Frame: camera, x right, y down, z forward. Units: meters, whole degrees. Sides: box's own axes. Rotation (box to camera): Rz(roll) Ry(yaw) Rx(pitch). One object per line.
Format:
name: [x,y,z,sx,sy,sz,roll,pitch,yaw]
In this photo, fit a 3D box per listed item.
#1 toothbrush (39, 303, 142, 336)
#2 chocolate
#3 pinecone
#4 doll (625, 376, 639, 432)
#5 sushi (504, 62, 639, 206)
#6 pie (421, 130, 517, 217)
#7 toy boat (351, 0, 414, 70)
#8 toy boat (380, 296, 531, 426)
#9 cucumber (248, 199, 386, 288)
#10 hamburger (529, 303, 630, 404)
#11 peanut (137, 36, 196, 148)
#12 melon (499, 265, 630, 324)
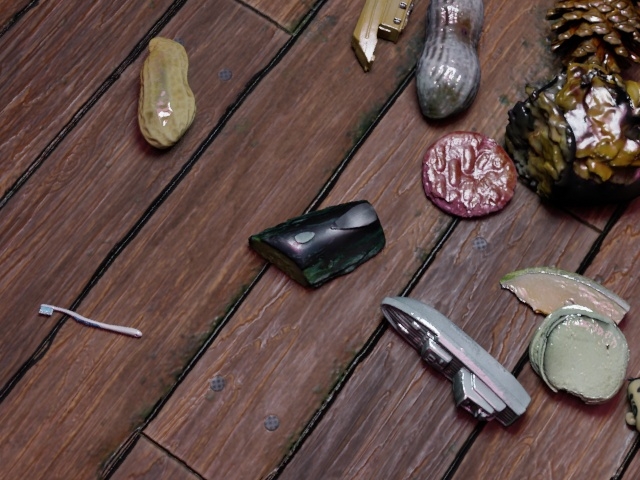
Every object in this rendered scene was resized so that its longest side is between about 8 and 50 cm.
toothbrush: [-0.345,0.120,1.539,0.162,0.014,0.017,13,57,4]
chocolate: [0.211,-0.310,1.646,0.110,0.110,0.248,6,73,2]
pinecone: [0.450,-0.346,1.636,0.179,0.150,0.195,11,71,3]
doll: [0.498,0.268,1.460,0.089,0.102,0.179,-10,59,-50]
sushi: [0.411,-0.160,1.547,0.204,0.200,0.213,-22,71,-12]
pie: [0.233,-0.106,1.611,0.154,0.036,0.155,0,71,-1]
toy boat: [0.108,-0.372,1.694,0.077,0.057,0.201,21,72,0]
toy boat: [0.187,0.173,1.489,0.260,0.078,0.085,42,61,11]
cucumber: [0.000,0.000,1.553,0.193,0.086,0.115,-22,70,-15]
hamburger: [0.378,0.164,1.487,0.140,0.062,0.133,31,96,6]
peanut: [-0.244,-0.238,1.628,0.093,0.083,0.194,2,70,0]
melon: [0.369,0.084,1.547,0.182,0.054,0.098,38,90,12]
